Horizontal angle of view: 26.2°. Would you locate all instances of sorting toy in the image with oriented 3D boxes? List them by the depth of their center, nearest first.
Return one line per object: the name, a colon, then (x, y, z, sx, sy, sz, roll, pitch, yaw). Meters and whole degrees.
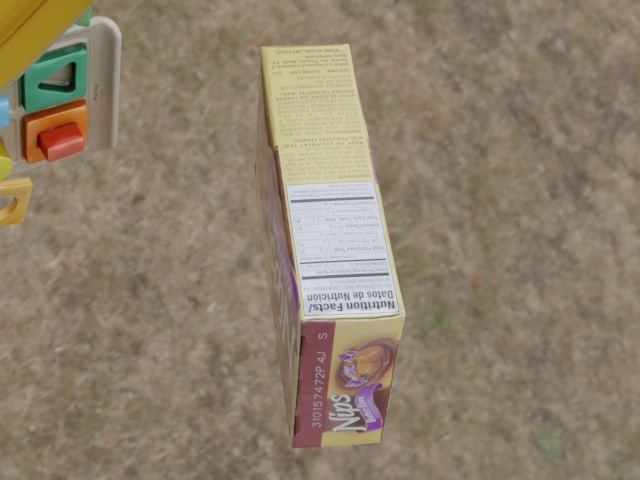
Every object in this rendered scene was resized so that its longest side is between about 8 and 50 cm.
sorting toy: (-0.276, -0.111, 1.269, 0.196, 0.348, 0.047, -17, 59, -21)

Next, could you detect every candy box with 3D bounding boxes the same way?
candy box: (0.000, 0.000, 0.712, 0.053, 0.109, 0.187, -2, 50, -7)

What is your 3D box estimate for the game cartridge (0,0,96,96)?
game cartridge: (-0.178, -0.275, 0.845, 0.052, 0.323, 0.285, 1, 67, -39)
